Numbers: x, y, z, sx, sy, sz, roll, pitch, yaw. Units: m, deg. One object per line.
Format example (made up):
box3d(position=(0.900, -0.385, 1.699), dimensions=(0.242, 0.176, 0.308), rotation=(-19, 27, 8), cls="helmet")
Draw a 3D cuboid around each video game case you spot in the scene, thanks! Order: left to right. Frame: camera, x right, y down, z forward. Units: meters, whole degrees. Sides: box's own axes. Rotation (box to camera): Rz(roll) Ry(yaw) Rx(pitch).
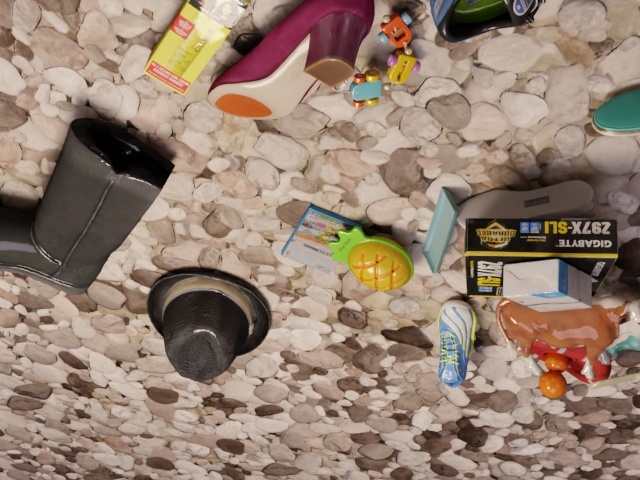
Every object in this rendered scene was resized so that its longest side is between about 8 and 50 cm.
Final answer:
box3d(position=(0.000, 0.000, 1.717), dimensions=(0.119, 0.015, 0.166), rotation=(22, 137, -11), cls="video game case")

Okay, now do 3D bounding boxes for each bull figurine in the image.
box3d(position=(0.506, 0.180, 1.622), dimensions=(0.310, 0.101, 0.189), rotation=(6, 123, 20), cls="bull figurine")

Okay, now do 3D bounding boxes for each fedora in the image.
box3d(position=(-0.277, 0.224, 1.915), dimensions=(0.333, 0.153, 0.334), rotation=(6, 138, 5), cls="fedora")

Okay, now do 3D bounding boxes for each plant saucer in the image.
box3d(position=(0.238, -0.017, 1.618), dimensions=(0.018, 0.067, 0.192), rotation=(-8, 140, -15), cls="plant saucer")

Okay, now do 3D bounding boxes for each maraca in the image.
box3d(position=(0.105, 0.038, 1.675), dimensions=(0.185, 0.099, 0.127), rotation=(30, 128, -10), cls="maraca")

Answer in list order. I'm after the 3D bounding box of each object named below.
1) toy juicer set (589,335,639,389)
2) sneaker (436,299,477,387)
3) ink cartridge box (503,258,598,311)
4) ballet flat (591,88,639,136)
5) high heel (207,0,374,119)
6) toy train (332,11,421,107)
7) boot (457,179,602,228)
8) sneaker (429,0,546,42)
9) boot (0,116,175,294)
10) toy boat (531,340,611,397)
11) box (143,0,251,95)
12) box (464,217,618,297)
box3d(position=(0.707, 0.179, 1.700), dimensions=(0.209, 0.089, 0.329), rotation=(7, 125, -22), cls="toy juicer set")
box3d(position=(0.307, 0.244, 1.838), dimensions=(0.091, 0.126, 0.240), rotation=(0, 137, 11), cls="sneaker")
box3d(position=(0.412, 0.085, 1.446), dimensions=(0.104, 0.060, 0.180), rotation=(-10, 160, 39), cls="ink cartridge box")
box3d(position=(0.572, -0.216, 1.325), dimensions=(0.248, 0.086, 0.086), rotation=(-17, 131, 26), cls="ballet flat")
box3d(position=(-0.052, -0.317, 1.357), dimensions=(0.377, 0.181, 0.127), rotation=(-6, 153, 46), cls="high heel")
box3d(position=(0.092, -0.297, 1.334), dimensions=(0.166, 0.046, 0.125), rotation=(-41, 133, 15), cls="toy train")
box3d(position=(0.397, -0.034, 1.543), dimensions=(0.258, 0.095, 0.123), rotation=(-7, 143, 27), cls="boot")
box3d(position=(0.304, -0.371, 1.152), dimensions=(0.330, 0.147, 0.130), rotation=(-25, 127, 32), cls="sneaker")
box3d(position=(-0.545, -0.082, 1.634), dimensions=(0.367, 0.146, 0.445), rotation=(20, 142, -25), cls="boot")
box3d(position=(0.518, 0.271, 1.784), dimensions=(0.231, 0.151, 0.151), rotation=(19, 163, -9), cls="toy boat")
box3d(position=(-0.203, -0.347, 1.346), dimensions=(0.087, 0.058, 0.232), rotation=(30, 135, -21), cls="box")
box3d(position=(0.402, 0.039, 1.539), dimensions=(0.257, 0.079, 0.322), rotation=(2, 164, 11), cls="box")
